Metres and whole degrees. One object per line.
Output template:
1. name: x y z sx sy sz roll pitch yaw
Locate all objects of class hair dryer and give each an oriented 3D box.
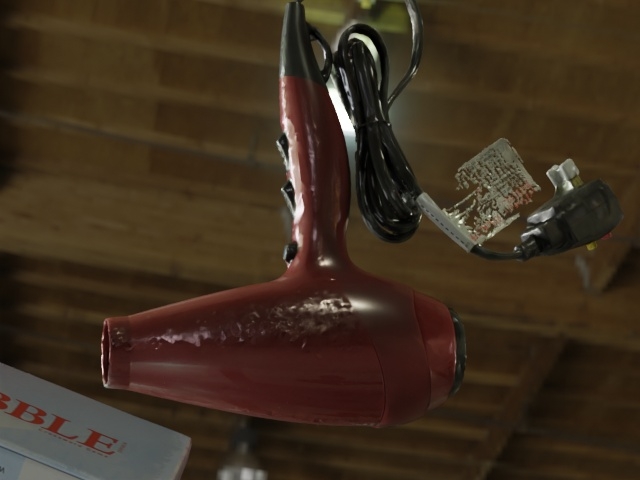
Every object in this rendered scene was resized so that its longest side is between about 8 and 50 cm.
1. hair dryer: 0.000 0.000 0.907 0.223 0.293 0.080 44 -28 13

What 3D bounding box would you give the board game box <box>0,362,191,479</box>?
1. board game box: -0.246 0.158 0.578 0.319 0.066 0.318 22 -76 1
